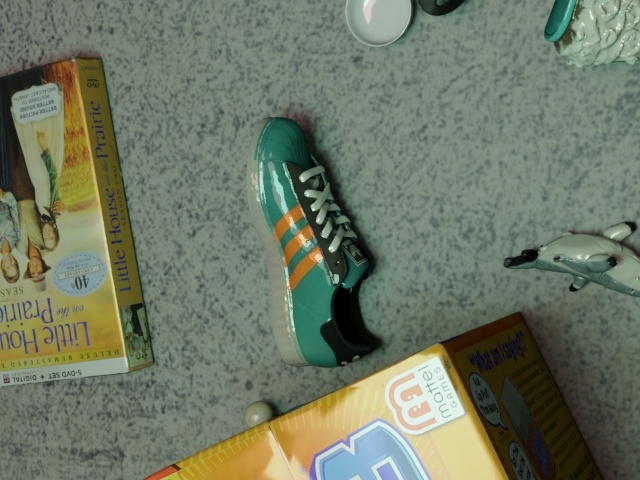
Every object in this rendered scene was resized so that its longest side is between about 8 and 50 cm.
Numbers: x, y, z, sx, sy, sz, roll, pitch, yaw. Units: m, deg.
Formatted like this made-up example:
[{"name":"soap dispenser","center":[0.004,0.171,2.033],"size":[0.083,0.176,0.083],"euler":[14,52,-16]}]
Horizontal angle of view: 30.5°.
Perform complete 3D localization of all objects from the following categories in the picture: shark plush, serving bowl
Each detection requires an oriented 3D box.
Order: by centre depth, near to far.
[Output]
[{"name":"shark plush","center":[0.269,0.033,1.250],"size":[0.161,0.073,0.067],"euler":[-6,123,25]},{"name":"serving bowl","center":[0.071,-0.262,1.341],"size":[0.083,0.027,0.083],"euler":[3,97,28]}]

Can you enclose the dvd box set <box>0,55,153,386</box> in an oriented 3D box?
[{"name":"dvd box set","center":[-0.398,-0.015,1.611],"size":[0.307,0.062,0.420],"euler":[-8,91,30]}]

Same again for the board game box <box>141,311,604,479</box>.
[{"name":"board game box","center":[0.089,0.315,1.177],"size":[0.356,0.356,0.356],"euler":[-28,81,19]}]

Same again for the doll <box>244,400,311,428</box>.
[{"name":"doll","center":[-0.013,0.254,1.434],"size":[0.189,0.046,0.129],"euler":[31,107,20]}]

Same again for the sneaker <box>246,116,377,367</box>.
[{"name":"sneaker","center":[0.000,0.000,1.371],"size":[0.121,0.108,0.302],"euler":[-5,101,29]}]

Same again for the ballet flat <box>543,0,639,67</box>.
[{"name":"ballet flat","center":[0.330,-0.365,1.146],"size":[0.147,0.147,0.409],"euler":[21,108,26]}]

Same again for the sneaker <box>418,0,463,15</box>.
[{"name":"sneaker","center":[0.129,-0.365,1.274],"size":[0.132,0.086,0.229],"euler":[28,98,29]}]
